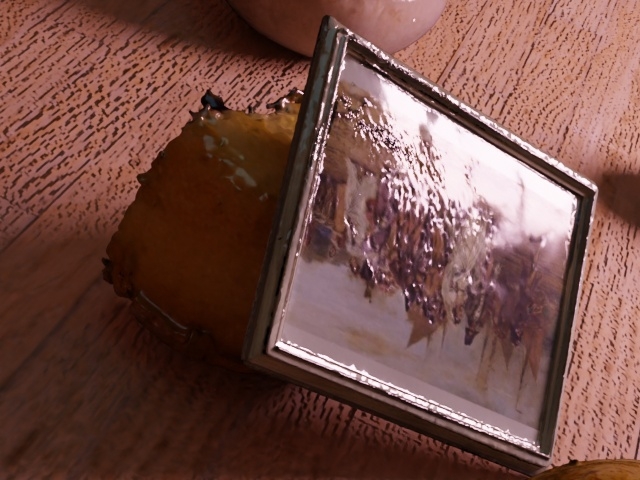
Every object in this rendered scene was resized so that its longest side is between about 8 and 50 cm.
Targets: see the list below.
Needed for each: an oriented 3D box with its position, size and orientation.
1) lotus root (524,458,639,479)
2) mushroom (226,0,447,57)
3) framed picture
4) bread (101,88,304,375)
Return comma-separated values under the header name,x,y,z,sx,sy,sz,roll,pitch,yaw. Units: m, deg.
name,x,y,z,sx,sy,sz,roll,pitch,yaw
lotus root,0.188,0.176,0.841,0.258,0.097,0.110,-1,37,-38
mushroom,0.011,-0.261,1.275,0.227,0.178,0.226,15,24,-7
framed picture,0.077,0.013,0.866,0.274,0.017,0.217,24,71,-40
bread,0.002,0.001,0.920,0.261,0.160,0.147,-8,50,-48
